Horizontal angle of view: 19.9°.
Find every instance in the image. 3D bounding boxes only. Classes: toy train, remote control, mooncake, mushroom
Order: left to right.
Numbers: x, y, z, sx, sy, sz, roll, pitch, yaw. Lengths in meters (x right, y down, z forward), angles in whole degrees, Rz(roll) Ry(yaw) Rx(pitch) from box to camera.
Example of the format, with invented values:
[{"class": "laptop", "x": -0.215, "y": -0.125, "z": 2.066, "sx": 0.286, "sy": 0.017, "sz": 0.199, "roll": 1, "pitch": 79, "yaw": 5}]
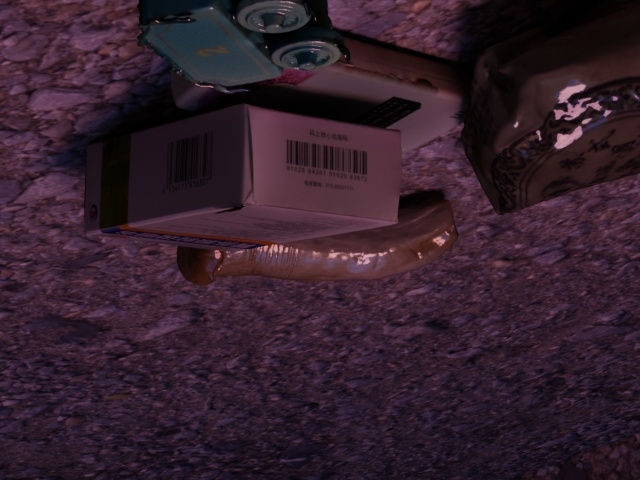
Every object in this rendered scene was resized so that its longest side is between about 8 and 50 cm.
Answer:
[{"class": "toy train", "x": -0.070, "y": -0.211, "z": 1.600, "sx": 0.163, "sy": 0.112, "sz": 0.203, "roll": -9, "pitch": 160, "yaw": 17}, {"class": "mushroom", "x": 0.000, "y": 0.000, "z": 2.223, "sx": 0.351, "sy": 0.095, "sz": 0.123, "roll": -5, "pitch": 142, "yaw": -18}, {"class": "remote control", "x": 0.013, "y": -0.155, "z": 1.862, "sx": 0.344, "sy": 0.050, "sz": 0.145, "roll": 10, "pitch": 152, "yaw": -44}, {"class": "mooncake", "x": 0.276, "y": -0.137, "z": 1.865, "sx": 0.250, "sy": 0.136, "sz": 0.254, "roll": -20, "pitch": 161, "yaw": -9}]

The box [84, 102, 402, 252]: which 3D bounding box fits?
[{"class": "box", "x": -0.085, "y": -0.059, "z": 1.894, "sx": 0.200, "sy": 0.106, "sz": 0.299, "roll": 7, "pitch": 171, "yaw": -38}]
